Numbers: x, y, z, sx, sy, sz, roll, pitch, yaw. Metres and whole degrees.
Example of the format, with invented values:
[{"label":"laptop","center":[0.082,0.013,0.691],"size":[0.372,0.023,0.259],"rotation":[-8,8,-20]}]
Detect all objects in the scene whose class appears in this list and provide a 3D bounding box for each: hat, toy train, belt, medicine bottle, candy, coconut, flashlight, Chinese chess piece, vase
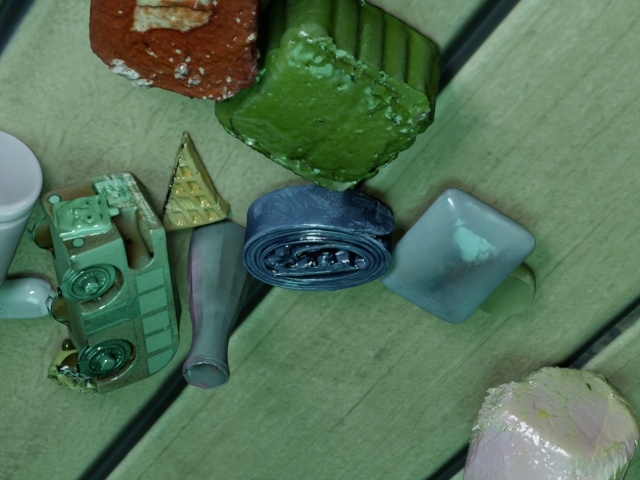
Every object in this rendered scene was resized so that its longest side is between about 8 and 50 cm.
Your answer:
[{"label":"hat","center":[-0.333,0.173,2.384],"size":[0.077,0.059,0.076],"rotation":[19,155,-8]},{"label":"toy train","center":[-0.262,0.057,2.161],"size":[0.159,0.129,0.326],"rotation":[-19,141,-14]},{"label":"belt","center":[0.000,0.000,2.117],"size":[0.190,0.082,0.141],"rotation":[-2,145,10]},{"label":"medicine bottle","center":[-0.430,-0.014,2.113],"size":[0.133,0.133,0.250],"rotation":[16,138,-13]},{"label":"candy","center":[0.164,0.022,2.124],"size":[0.138,0.071,0.174],"rotation":[30,128,-13]},{"label":"coconut","center":[0.303,0.307,2.358],"size":[0.233,0.233,0.245],"rotation":[10,133,-5]},{"label":"flashlight","center":[-0.447,0.084,2.297],"size":[0.200,0.047,0.093],"rotation":[-4,139,12]},{"label":"Chinese chess piece","center":[0.232,0.059,2.200],"size":[0.084,0.034,0.084],"rotation":[2,138,2]},{"label":"vase","center":[-0.129,0.081,2.126],"size":[0.086,0.214,0.086],"rotation":[3,140,3]}]

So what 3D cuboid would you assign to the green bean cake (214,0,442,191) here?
[{"label":"green bean cake","center":[0.007,-0.166,1.895],"size":[0.214,0.113,0.200],"rotation":[27,135,-24]}]

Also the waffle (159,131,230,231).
[{"label":"waffle","center":[-0.178,-0.069,2.102],"size":[0.097,0.023,0.153],"rotation":[-9,140,15]}]

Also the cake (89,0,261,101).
[{"label":"cake","center":[-0.146,-0.273,1.758],"size":[0.177,0.151,0.283],"rotation":[2,145,-2]}]
